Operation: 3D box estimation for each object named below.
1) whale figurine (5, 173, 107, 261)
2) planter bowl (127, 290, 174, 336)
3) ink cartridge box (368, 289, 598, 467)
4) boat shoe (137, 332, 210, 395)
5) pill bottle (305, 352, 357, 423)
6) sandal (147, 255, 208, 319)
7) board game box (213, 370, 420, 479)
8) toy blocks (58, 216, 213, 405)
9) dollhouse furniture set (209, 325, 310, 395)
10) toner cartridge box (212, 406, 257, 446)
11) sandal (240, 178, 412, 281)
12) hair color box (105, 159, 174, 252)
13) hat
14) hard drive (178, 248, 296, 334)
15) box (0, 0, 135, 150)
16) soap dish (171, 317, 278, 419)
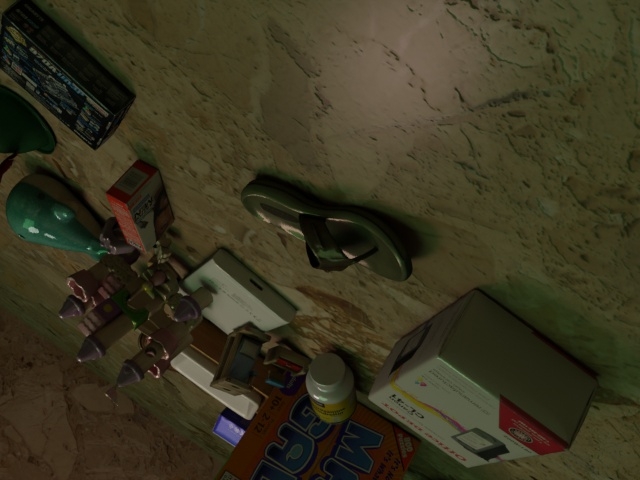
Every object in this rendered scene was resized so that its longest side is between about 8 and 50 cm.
[{"bbox_3d":[-0.606,-0.029,1.589,0.272,0.141,0.216,41,152,-12],"label":"whale figurine"},{"bbox_3d":[-0.423,0.163,1.719,0.162,0.109,0.162,26,151,16],"label":"planter bowl"},{"bbox_3d":[0.236,0.230,1.064,0.226,0.131,0.306,35,151,1],"label":"ink cartridge box"},{"bbox_3d":[-0.377,0.341,1.968,0.307,0.111,0.104,36,151,-22],"label":"boat shoe"},{"bbox_3d":[0.023,0.315,1.463,0.103,0.103,0.184,23,150,22],"label":"pill bottle"},{"bbox_3d":[-0.350,0.145,1.641,0.088,0.079,0.240,5,140,45],"label":"sandal"},{"bbox_3d":[-0.024,0.589,1.671,0.356,0.357,0.356,30,152,11],"label":"board game box"},{"bbox_3d":[-0.425,0.155,1.449,0.288,0.260,0.309,45,143,6],"label":"toy blocks"},{"bbox_3d":[-0.124,0.289,1.512,0.183,0.129,0.129,26,156,-16],"label":"dollhouse furniture set"},{"bbox_3d":[-0.120,0.576,1.962,0.347,0.165,0.075,30,114,11],"label":"toner cartridge box"},{"bbox_3d":[-0.001,0.000,1.012,0.302,0.086,0.120,21,149,26],"label":"sandal"},{"bbox_3d":[-0.336,-0.061,1.287,0.053,0.093,0.167,28,152,15],"label":"hair color box"},{"bbox_3d":[-0.649,-0.184,1.344,0.173,0.184,0.208,44,152,-15],"label":"hat"},{"bbox_3d":[-0.194,0.129,1.483,0.203,0.040,0.307,41,152,-10],"label":"hard drive"},{"bbox_3d":[-0.421,-0.261,1.111,0.220,0.051,0.175,43,152,-13],"label":"box"},{"bbox_3d":[-0.251,0.334,1.785,0.290,0.118,0.229,33,153,4],"label":"soap dish"}]
